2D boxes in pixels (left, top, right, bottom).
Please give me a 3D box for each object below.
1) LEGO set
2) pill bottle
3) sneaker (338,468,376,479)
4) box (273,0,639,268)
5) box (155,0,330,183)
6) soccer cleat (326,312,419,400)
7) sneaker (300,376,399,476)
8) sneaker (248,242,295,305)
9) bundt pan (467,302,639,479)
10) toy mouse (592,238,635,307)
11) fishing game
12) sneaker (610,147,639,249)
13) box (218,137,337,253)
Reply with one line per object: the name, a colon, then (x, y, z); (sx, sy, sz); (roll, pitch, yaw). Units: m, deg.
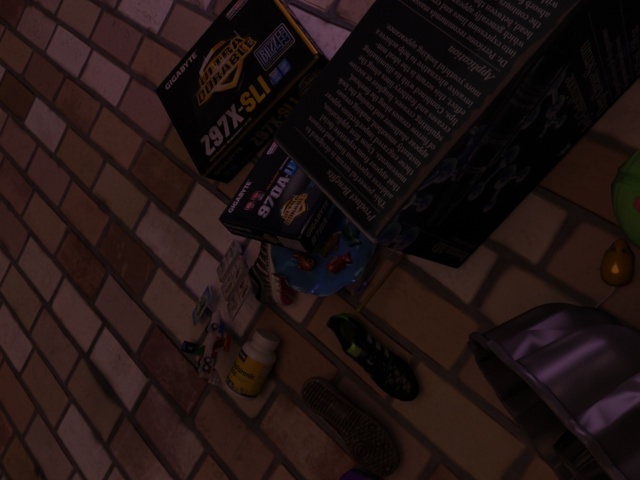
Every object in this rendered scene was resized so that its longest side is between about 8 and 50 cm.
LEGO set: (-0.184, 0.142, 1.033); (0.244, 0.060, 0.182); (-58, 29, 14)
pill bottle: (-0.117, 0.217, 0.981); (0.065, 0.065, 0.116); (31, 98, 32)
sneaker: (0.020, 0.489, 0.803); (0.102, 0.146, 0.293); (10, 88, 33)
box: (0.191, -0.185, 0.716); (0.395, 0.293, 0.212); (-50, 60, 16)
box: (-0.157, -0.310, 1.083); (0.322, 0.079, 0.257); (-41, 65, 20)
soccer cleat: (0.076, 0.181, 0.860); (0.179, 0.072, 0.060); (44, 106, 29)
sneaker: (0.051, 0.282, 0.872); (0.188, 0.071, 0.066); (45, 93, 11)
sneaker: (-0.095, 0.038, 0.996); (0.075, 0.063, 0.170); (-15, 76, 28)
bundt pan: (0.299, 0.194, 0.557); (0.124, 0.331, 0.331); (-37, 63, -1)
toy mouse: (0.428, 0.029, 0.688); (0.143, 0.031, 0.161); (13, 89, 33)
fishing game: (0.000, 0.000, 0.916); (0.189, 0.041, 0.264); (-45, 63, -10)
sneaker: (0.535, 0.012, 0.539); (0.483, 0.202, 0.185); (28, 106, 14)
box: (-0.043, -0.092, 0.938); (0.175, 0.051, 0.220); (14, 62, 34)
